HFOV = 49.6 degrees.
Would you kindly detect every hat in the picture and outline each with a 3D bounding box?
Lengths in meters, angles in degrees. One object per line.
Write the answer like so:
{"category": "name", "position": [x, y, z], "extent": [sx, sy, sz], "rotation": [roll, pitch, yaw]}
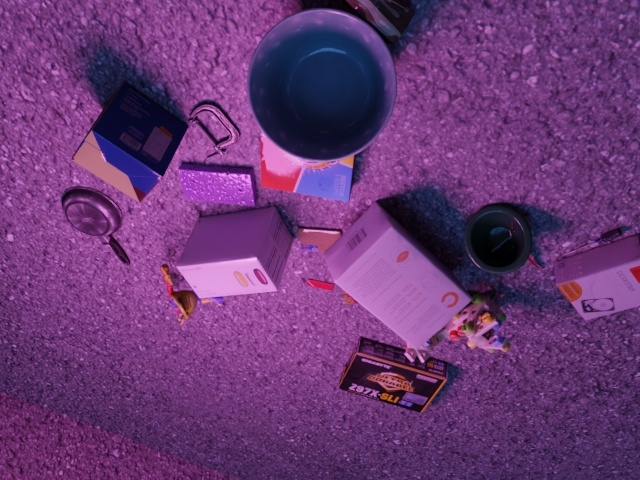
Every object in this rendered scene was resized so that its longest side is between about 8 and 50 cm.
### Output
{"category": "hat", "position": [0.492, 0.003, 1.876], "extent": [0.172, 0.183, 0.209], "rotation": [-15, 89, 20]}

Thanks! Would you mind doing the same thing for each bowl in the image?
{"category": "bowl", "position": [0.010, -0.329, 1.495], "extent": [0.311, 0.163, 0.312], "rotation": [1, 100, 6]}

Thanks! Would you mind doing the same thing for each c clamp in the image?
{"category": "c clamp", "position": [-0.282, -0.280, 1.788], "extent": [0.137, 0.022, 0.161], "rotation": [-12, 132, 27]}

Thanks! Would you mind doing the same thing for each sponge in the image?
{"category": "sponge", "position": [-0.284, -0.154, 1.920], "extent": [0.209, 0.031, 0.117], "rotation": [6, 137, 11]}

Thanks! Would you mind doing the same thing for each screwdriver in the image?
{"category": "screwdriver", "position": [0.715, 0.009, 1.825], "extent": [0.025, 0.024, 0.170], "rotation": [6, 154, -35]}

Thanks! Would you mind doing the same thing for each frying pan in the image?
{"category": "frying pan", "position": [-0.709, -0.037, 2.162], "extent": [0.197, 0.053, 0.326], "rotation": [13, 135, 4]}

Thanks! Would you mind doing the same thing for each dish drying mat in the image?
{"category": "dish drying mat", "position": [-0.001, 0.140, 2.176], "extent": [0.083, 0.008, 0.032], "rotation": [12, 137, 3]}

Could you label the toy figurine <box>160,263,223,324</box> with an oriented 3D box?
{"category": "toy figurine", "position": [-0.366, 0.134, 2.160], "extent": [0.217, 0.191, 0.362], "rotation": [-20, 176, -14]}

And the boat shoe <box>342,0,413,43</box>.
{"category": "boat shoe", "position": [0.082, -0.516, 1.396], "extent": [0.257, 0.095, 0.095], "rotation": [38, 99, -21]}

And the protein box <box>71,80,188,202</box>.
{"category": "protein box", "position": [-0.475, -0.247, 1.744], "extent": [0.199, 0.201, 0.136], "rotation": [34, 135, -21]}

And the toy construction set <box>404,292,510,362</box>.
{"category": "toy construction set", "position": [0.406, 0.265, 2.041], "extent": [0.327, 0.215, 0.151], "rotation": [-21, 127, 34]}

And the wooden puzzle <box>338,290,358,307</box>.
{"category": "wooden puzzle", "position": [0.089, 0.188, 2.204], "extent": [0.049, 0.006, 0.083], "rotation": [-10, 133, 25]}

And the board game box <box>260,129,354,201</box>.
{"category": "board game box", "position": [-0.027, -0.247, 1.719], "extent": [0.242, 0.064, 0.317], "rotation": [10, 138, 6]}

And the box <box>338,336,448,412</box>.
{"category": "box", "position": [0.248, 0.474, 2.419], "extent": [0.321, 0.079, 0.257], "rotation": [17, 140, -3]}

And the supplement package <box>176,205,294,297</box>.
{"category": "supplement package", "position": [-0.241, 0.036, 1.984], "extent": [0.261, 0.204, 0.145], "rotation": [-7, 133, 24]}

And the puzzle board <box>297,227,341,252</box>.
{"category": "puzzle board", "position": [0.000, 0.000, 2.022], "extent": [0.128, 0.011, 0.096], "rotation": [5, 139, 12]}

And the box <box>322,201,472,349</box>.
{"category": "box", "position": [0.209, 0.099, 1.894], "extent": [0.215, 0.168, 0.345], "rotation": [-44, 116, 11]}

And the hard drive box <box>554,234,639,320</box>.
{"category": "hard drive box", "position": [0.777, 0.103, 1.854], "extent": [0.232, 0.089, 0.181], "rotation": [-25, 126, 35]}
